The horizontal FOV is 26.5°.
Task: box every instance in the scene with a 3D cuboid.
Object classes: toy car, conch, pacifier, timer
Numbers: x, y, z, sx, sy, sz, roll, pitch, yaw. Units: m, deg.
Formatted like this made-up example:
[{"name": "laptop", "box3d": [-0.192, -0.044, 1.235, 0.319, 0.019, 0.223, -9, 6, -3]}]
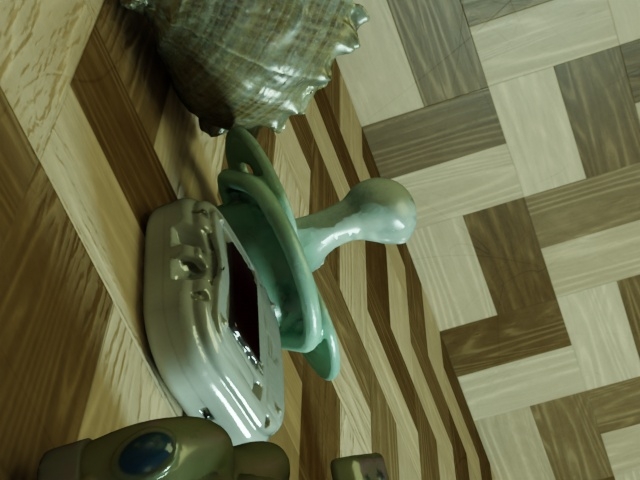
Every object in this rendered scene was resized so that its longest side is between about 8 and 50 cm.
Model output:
[{"name": "toy car", "box3d": [-0.063, 0.270, 1.096, 0.336, 0.226, 0.242, 43, 32, -72]}, {"name": "conch", "box3d": [-0.093, -0.235, 1.713, 0.352, 0.297, 0.210, -4, 88, -47]}, {"name": "pacifier", "box3d": [0.000, 0.000, 1.709, 0.343, 0.269, 0.288, 68, -11, -14]}, {"name": "timer", "box3d": [-0.113, 0.091, 1.494, 0.262, 0.087, 0.237, -96, 165, -47]}]
